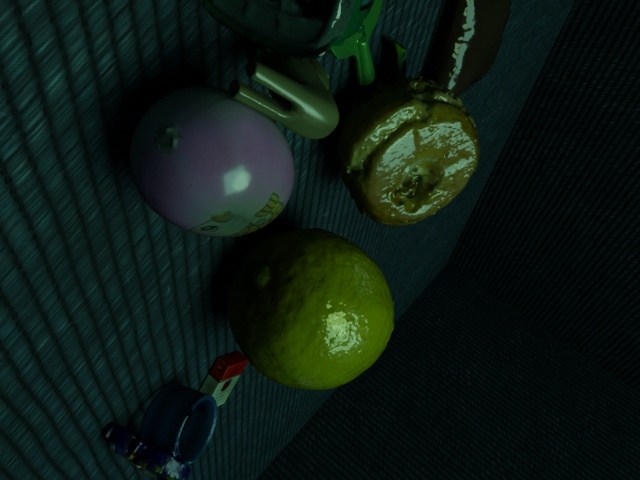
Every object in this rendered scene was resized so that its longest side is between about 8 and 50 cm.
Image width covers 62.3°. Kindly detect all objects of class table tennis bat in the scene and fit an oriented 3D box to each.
[{"bbox_3d":[0.067,-0.377,0.951,0.160,0.039,0.257,-50,154,-13],"label":"table tennis bat"}]

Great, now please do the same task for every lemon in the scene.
[{"bbox_3d":[-0.038,0.138,1.121,0.364,0.364,0.364,-45,158,-24],"label":"lemon"}]

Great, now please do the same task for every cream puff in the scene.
[{"bbox_3d":[0.170,-0.199,1.158,0.342,0.231,0.327,17,122,-33],"label":"cream puff"}]

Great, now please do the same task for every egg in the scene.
[{"bbox_3d":[-0.131,-0.101,0.716,0.196,0.196,0.271,-61,162,17],"label":"egg"}]

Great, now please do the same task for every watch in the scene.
[{"bbox_3d":[-0.328,0.413,1.163,0.196,0.171,0.200,94,22,-52],"label":"watch"}]

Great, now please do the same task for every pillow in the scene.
[{"bbox_3d":[0.387,-0.512,1.349,0.308,0.108,0.305,-39,150,-42],"label":"pillow"}]

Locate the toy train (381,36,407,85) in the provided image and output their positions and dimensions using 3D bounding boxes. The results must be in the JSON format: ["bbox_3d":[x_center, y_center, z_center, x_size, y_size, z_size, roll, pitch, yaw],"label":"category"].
[{"bbox_3d":[0.163,-0.370,1.157,0.042,0.044,0.209,-48,159,-16],"label":"toy train"}]

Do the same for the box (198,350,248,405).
[{"bbox_3d":[-0.259,0.367,1.376,0.152,0.048,0.100,-58,161,14],"label":"box"}]

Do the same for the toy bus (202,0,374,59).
[{"bbox_3d":[0.011,-0.397,0.586,0.199,0.183,0.344,-48,164,-55],"label":"toy bus"}]

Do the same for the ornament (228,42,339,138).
[{"bbox_3d":[-0.043,-0.232,0.739,0.061,0.230,0.244,-42,144,24],"label":"ornament"}]
